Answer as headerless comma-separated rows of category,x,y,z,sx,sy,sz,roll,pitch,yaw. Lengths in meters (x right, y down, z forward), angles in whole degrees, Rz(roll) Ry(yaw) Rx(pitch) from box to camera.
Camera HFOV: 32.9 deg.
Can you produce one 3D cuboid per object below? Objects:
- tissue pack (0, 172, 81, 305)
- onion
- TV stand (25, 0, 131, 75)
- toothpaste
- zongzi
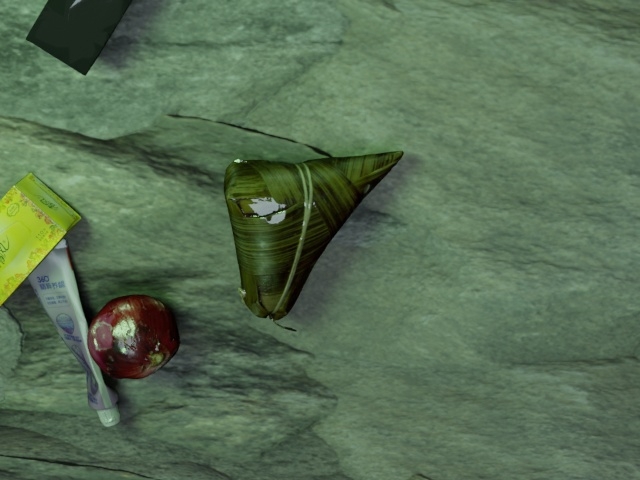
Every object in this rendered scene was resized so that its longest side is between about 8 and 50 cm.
tissue pack,-0.425,0.004,1.493,0.095,0.062,0.176,43,110,-9
onion,-0.263,0.135,1.540,0.131,0.131,0.131,0,118,1
TV stand,-0.248,-0.337,1.305,0.088,0.083,0.269,31,113,-14
toothpaste,-0.356,0.139,1.582,0.075,0.048,0.301,-3,115,34
zongzi,0.000,0.000,1.474,0.241,0.111,0.248,-7,123,-3
